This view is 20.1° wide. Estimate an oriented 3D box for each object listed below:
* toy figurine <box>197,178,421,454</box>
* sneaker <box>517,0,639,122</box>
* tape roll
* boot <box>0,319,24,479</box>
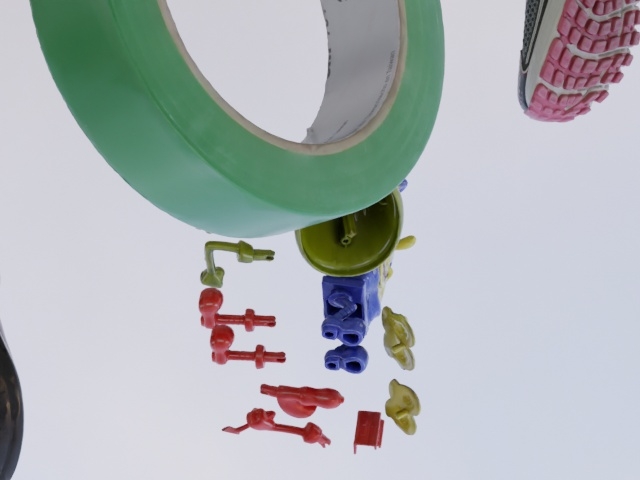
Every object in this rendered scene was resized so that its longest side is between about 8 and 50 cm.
[{"bbox_3d":[0.000,0.000,1.651,0.191,0.362,0.217,1,-134,8],"label":"toy figurine"},{"bbox_3d":[0.230,-0.254,1.650,0.112,0.121,0.299,12,-90,44],"label":"sneaker"},{"bbox_3d":[-0.048,-0.165,1.228,0.077,0.321,0.321,-18,-146,43],"label":"tape roll"},{"bbox_3d":[-0.313,0.065,1.564,0.096,0.264,0.280,-20,-169,-3],"label":"boot"}]
